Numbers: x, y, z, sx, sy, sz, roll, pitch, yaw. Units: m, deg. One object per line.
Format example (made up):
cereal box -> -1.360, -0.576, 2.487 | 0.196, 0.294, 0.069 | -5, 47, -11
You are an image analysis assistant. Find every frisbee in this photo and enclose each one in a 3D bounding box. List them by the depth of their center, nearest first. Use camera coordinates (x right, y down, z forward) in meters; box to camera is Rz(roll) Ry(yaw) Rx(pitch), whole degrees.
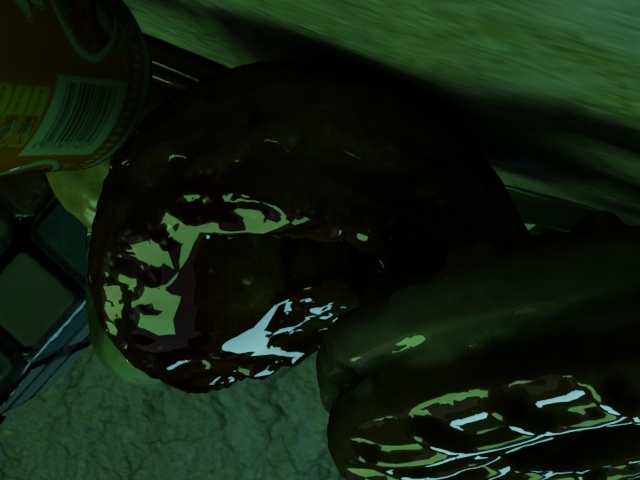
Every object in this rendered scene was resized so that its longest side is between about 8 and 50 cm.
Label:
frisbee -> -0.146, -0.143, 1.134 | 0.250, 0.021, 0.251 | 19, 180, 0

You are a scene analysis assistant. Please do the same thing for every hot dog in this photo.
hot dog -> 0.000, 0.000, 0.923 | 0.267, 0.174, 0.387 | -16, 172, 9

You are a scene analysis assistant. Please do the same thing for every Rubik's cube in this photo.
Rubik's cube -> -0.412, -0.015, 1.826 | 0.359, 0.363, 0.362 | 41, -175, 5

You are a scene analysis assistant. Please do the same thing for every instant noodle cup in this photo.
instant noodle cup -> -0.190, -0.099, 0.765 | 0.168, 0.168, 0.185 | 19, -171, 26

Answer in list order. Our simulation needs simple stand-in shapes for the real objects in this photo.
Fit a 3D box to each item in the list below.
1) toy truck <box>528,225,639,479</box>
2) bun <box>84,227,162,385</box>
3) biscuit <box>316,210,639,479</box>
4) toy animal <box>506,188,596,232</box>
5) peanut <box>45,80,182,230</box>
toy truck -> 0.203, 0.145, 1.137 | 0.254, 0.180, 0.405 | 49, -144, -2
bun -> -0.126, -0.002, 1.382 | 0.187, 0.293, 0.293 | 1, -176, -15
biscuit -> 0.157, 0.074, 0.803 | 0.332, 0.103, 0.332 | -6, 161, -2
toy animal -> 0.129, -0.035, 1.155 | 0.217, 0.041, 0.075 | 14, 177, 45
peanut -> -0.087, -0.046, 1.176 | 0.305, 0.147, 0.147 | 15, -178, -29
